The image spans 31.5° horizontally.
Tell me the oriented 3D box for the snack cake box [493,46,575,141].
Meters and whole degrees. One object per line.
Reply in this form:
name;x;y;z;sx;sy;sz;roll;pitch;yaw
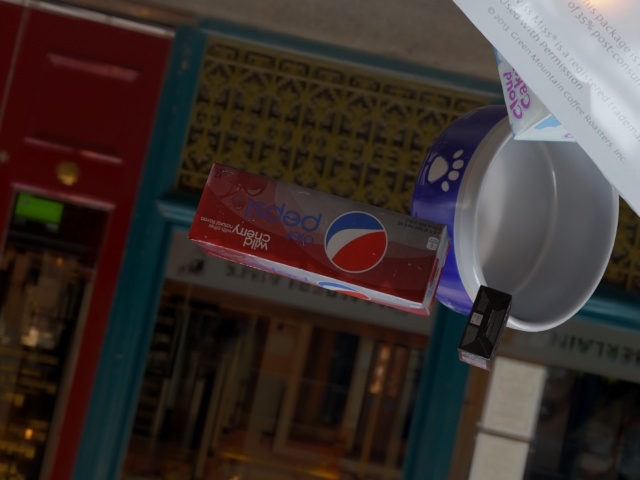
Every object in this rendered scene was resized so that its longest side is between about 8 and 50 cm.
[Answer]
snack cake box;0.310;-0.180;1.140;0.265;0.152;0.089;0;161;-24

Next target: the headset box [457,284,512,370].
headset box;0.149;0.081;1.030;0.032;0.062;0.083;19;169;14

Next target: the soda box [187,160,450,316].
soda box;0.000;0.000;1.209;0.263;0.092;0.083;16;170;13

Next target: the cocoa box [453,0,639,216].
cocoa box;0.290;-0.104;0.568;0.347;0.228;0.231;47;141;-8

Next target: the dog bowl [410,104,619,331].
dog bowl;0.234;-0.029;1.354;0.265;0.264;0.104;15;178;-40
